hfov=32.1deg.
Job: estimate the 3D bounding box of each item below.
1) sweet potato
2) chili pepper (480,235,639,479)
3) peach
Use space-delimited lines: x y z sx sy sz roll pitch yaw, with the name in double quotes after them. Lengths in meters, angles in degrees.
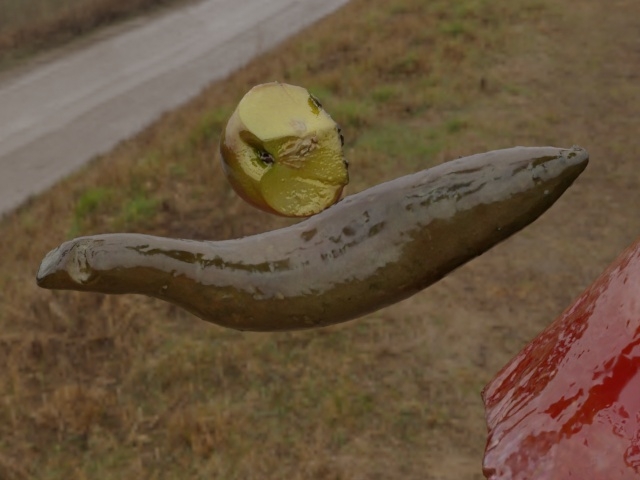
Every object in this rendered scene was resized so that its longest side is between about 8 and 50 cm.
-0.002 0.006 0.717 0.346 0.108 0.079 -12 45 -1 "sweet potato"
0.232 0.117 0.750 0.305 0.229 0.251 -38 45 10 "chili pepper"
-0.046 -0.094 1.157 0.151 0.151 0.118 -17 6 -35 "peach"
